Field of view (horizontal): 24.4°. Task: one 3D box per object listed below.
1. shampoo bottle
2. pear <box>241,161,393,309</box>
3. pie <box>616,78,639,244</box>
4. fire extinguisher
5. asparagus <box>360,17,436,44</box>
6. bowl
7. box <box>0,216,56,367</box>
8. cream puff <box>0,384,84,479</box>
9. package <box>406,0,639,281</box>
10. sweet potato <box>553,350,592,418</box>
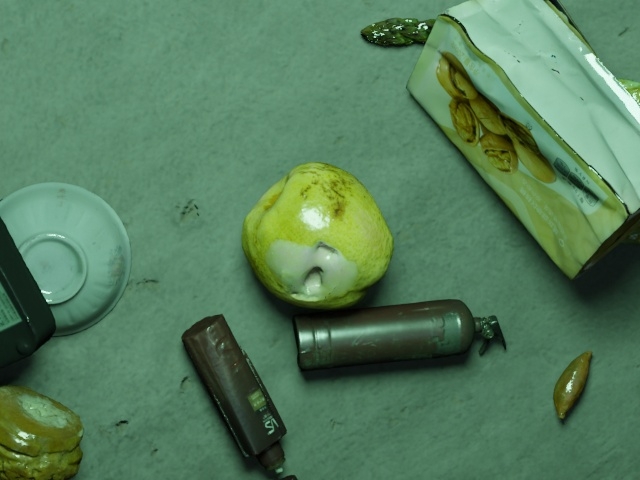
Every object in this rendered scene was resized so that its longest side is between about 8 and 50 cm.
[{"bbox_3d":[-0.091,0.205,1.797,0.068,0.067,0.236,-30,100,-13],"label":"shampoo bottle"},{"bbox_3d":[0.000,0.000,1.736,0.178,0.178,0.178,-1,97,-8],"label":"pear"},{"bbox_3d":[0.349,-0.098,1.795,0.248,0.090,0.201,0,101,9],"label":"pie"},{"bbox_3d":[0.101,0.119,1.817,0.267,0.072,0.089,-5,133,-8],"label":"fire extinguisher"},{"bbox_3d":[0.129,-0.255,1.790,0.165,0.030,0.036,-4,122,-9],"label":"asparagus"},{"bbox_3d":[-0.316,0.028,1.735,0.189,0.086,0.189,-1,97,-7],"label":"bowl"},{"bbox_3d":[-0.462,-0.003,1.682,0.211,0.058,0.350,-24,101,23],"label":"box"},{"bbox_3d":[-0.348,0.238,1.738,0.144,0.126,0.103,25,109,-2],"label":"cream puff"},{"bbox_3d":[0.270,-0.140,1.704,0.165,0.221,0.311,-35,76,-20],"label":"package"},{"bbox_3d":[0.317,0.180,1.871,0.034,0.034,0.095,29,81,-10],"label":"sweet potato"}]
